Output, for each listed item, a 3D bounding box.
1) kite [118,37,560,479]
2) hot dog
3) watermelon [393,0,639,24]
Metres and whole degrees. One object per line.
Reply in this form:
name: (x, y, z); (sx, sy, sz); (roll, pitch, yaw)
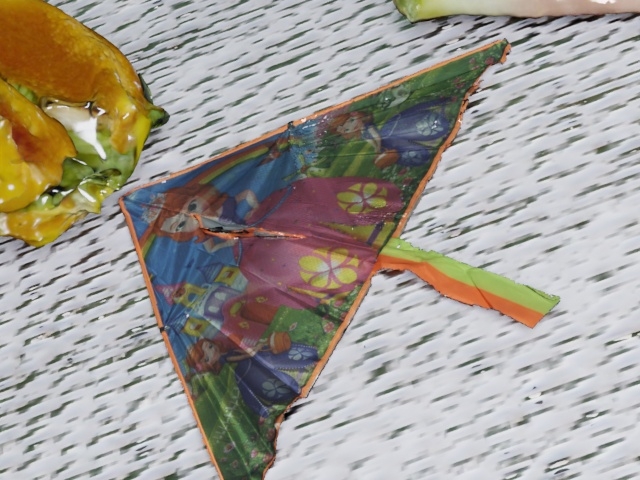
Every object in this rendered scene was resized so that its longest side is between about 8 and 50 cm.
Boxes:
kite: (0.000, 0.000, 0.447); (0.159, 0.010, 0.190); (11, 56, 28)
hot dog: (-0.175, -0.073, 0.504); (0.269, 0.072, 0.115); (29, 20, 26)
watermelon: (0.166, -0.174, 0.457); (0.303, 0.128, 0.159); (-4, 49, 18)
